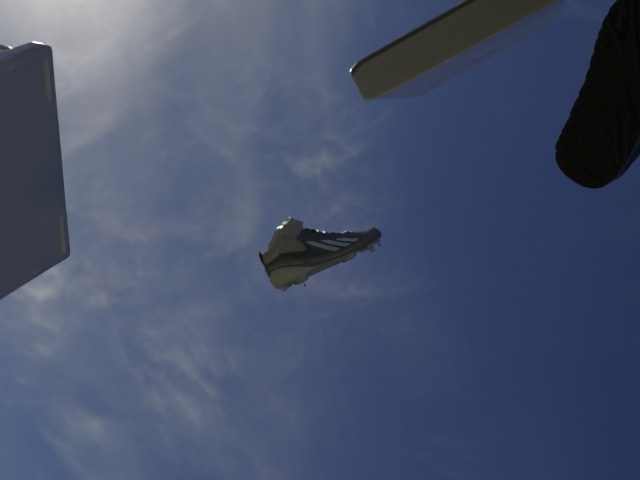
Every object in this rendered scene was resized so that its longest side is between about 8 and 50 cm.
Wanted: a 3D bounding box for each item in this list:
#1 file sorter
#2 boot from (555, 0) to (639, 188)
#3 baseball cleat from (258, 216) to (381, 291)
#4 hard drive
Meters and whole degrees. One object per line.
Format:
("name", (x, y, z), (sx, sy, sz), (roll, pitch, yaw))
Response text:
("file sorter", (-0.350, -0.035, 0.624), (0.173, 0.278, 0.192), (21, -55, 22))
("boot", (0.330, -0.177, 0.790), (0.094, 0.207, 0.246), (39, -41, 20))
("baseball cleat", (0.000, 0.000, 1.352), (0.109, 0.206, 0.072), (64, -26, 1))
("hard drive", (0.176, -0.239, 1.017), (0.233, 0.353, 0.047), (-27, -87, 16))
